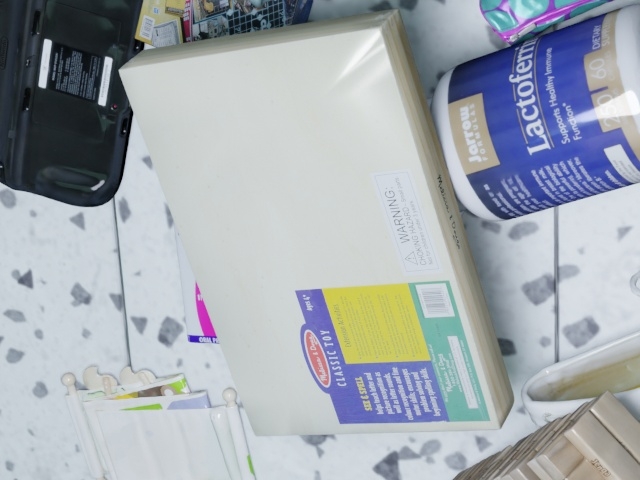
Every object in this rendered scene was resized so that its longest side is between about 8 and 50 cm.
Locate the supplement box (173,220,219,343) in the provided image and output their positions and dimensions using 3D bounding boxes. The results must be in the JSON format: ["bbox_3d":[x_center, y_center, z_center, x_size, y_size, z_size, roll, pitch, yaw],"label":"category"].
[{"bbox_3d":[-0.076,-0.011,1.624,0.111,0.114,0.220,2,108,25],"label":"supplement box"}]

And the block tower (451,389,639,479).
[{"bbox_3d":[0.195,0.249,1.527,0.097,0.091,0.335,48,148,4],"label":"block tower"}]

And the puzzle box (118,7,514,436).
[{"bbox_3d":[0.000,0.000,1.469,0.272,0.052,0.409,-5,117,28],"label":"puzzle box"}]

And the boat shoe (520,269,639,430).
[{"bbox_3d":[0.338,0.096,1.457,0.367,0.136,0.156,-26,112,37],"label":"boat shoe"}]

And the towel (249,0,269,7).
[{"bbox_3d":[-0.055,-0.447,1.423,0.320,0.090,0.374,45,116,6],"label":"towel"}]

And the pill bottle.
[{"bbox_3d":[0.194,-0.103,1.441,0.264,0.153,0.153,-17,101,29],"label":"pill bottle"}]

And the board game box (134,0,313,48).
[{"bbox_3d":[-0.080,-0.284,1.563,0.165,0.042,0.243,25,117,15],"label":"board game box"}]

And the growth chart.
[{"bbox_3d":[-0.184,0.223,1.813,0.237,0.021,0.172,1,109,24],"label":"growth chart"}]

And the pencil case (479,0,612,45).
[{"bbox_3d":[0.223,-0.226,1.429,0.151,0.070,0.064,-21,144,29],"label":"pencil case"}]

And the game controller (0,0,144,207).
[{"bbox_3d":[-0.272,-0.188,1.683,0.166,0.067,0.319,14,116,2],"label":"game controller"}]
